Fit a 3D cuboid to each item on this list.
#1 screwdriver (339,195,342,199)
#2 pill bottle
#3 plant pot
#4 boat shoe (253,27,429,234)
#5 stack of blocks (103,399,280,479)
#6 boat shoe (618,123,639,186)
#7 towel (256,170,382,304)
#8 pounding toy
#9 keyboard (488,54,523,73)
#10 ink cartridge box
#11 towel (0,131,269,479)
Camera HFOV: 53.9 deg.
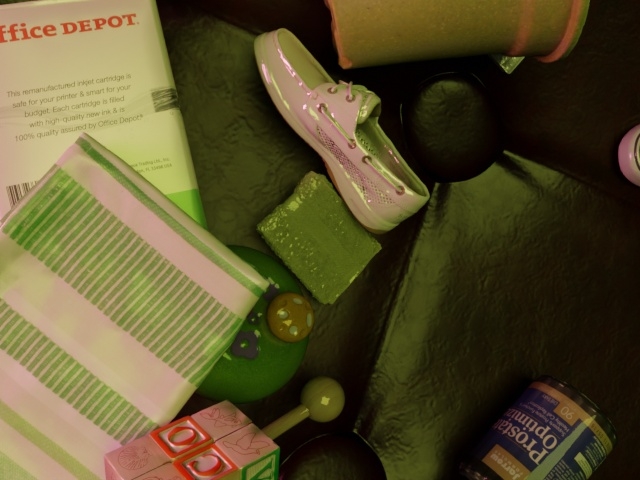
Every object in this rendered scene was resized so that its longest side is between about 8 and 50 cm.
[{"bbox_3d":[0.035,-0.055,0.795,0.169,0.024,0.025,-30,84,-17],"label":"screwdriver"},{"bbox_3d":[0.254,0.286,0.787,0.219,0.123,0.123,-43,98,-12],"label":"pill bottle"},{"bbox_3d":[0.125,-0.311,0.712,0.253,0.276,0.276,-13,92,2],"label":"plant pot"},{"bbox_3d":[0.032,-0.143,0.737,0.277,0.096,0.098,53,36,-6],"label":"boat shoe"},{"bbox_3d":[-0.104,0.313,0.621,0.171,0.087,0.298,-17,121,-39],"label":"stack of blocks"},{"bbox_3d":[0.574,-0.128,0.893,0.300,0.102,0.108,0,88,-15],"label":"boat shoe"},{"bbox_3d":[0.000,0.000,0.761,0.110,0.027,0.148,-47,118,-9],"label":"towel"},{"bbox_3d":[-0.065,0.106,0.684,0.182,0.110,0.237,-19,83,-32],"label":"pounding toy"},{"bbox_3d":[0.190,-0.340,0.847,0.256,0.014,0.072,45,79,-9],"label":"keyboard"},{"bbox_3d":[-0.247,-0.103,0.674,0.198,0.114,0.273,-13,92,-14],"label":"ink cartridge box"},{"bbox_3d":[-0.234,0.093,0.582,0.247,0.038,0.325,39,82,-3],"label":"towel"}]
